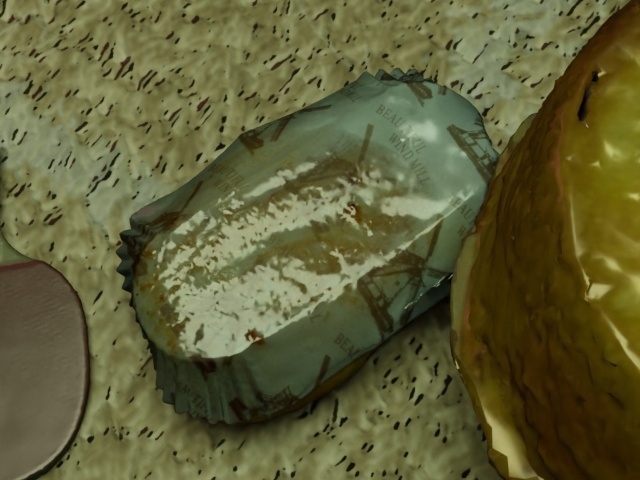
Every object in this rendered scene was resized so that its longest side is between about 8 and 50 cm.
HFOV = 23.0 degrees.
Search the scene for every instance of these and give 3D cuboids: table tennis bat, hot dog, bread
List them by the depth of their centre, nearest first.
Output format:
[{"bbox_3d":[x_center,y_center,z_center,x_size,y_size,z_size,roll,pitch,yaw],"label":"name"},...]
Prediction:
[{"bbox_3d":[0.265,0.019,0.863,0.398,0.215,0.398,3,64,-6],"label":"bread"},{"bbox_3d":[0.000,0.000,0.964,0.270,0.082,0.163,-34,75,-13],"label":"hot dog"},{"bbox_3d":[-0.216,0.043,0.997,0.138,0.022,0.247,-6,65,-1],"label":"table tennis bat"}]
